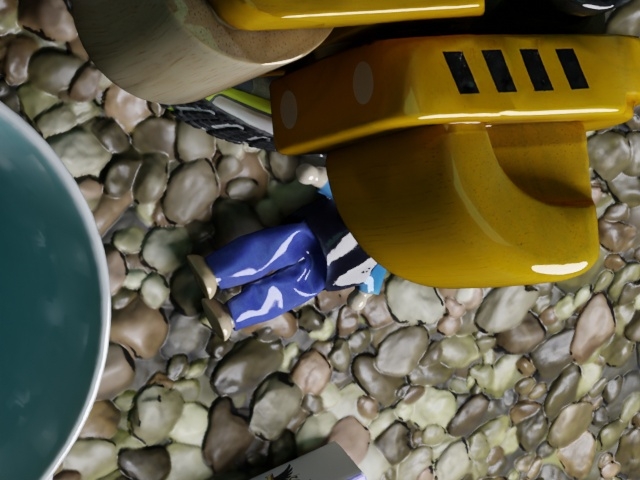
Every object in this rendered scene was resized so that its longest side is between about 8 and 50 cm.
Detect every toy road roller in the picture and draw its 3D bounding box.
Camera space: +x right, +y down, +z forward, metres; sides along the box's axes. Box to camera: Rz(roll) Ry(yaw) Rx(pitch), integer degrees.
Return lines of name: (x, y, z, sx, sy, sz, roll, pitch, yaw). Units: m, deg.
toy road roller: (0.039, -0.086, 0.870, 0.330, 0.202, 0.240, -5, 88, -27)

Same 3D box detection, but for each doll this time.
doll: (0.000, 0.000, 1.089, 0.189, 0.046, 0.129, -24, 119, -14)

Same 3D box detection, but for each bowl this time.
bowl: (-0.296, 0.035, 0.884, 0.312, 0.163, 0.311, -6, 104, -25)

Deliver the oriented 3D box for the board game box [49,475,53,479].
board game box: (-0.309, 0.193, 1.024, 0.243, 0.042, 0.165, 2, 109, -26)

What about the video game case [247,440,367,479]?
video game case: (-0.055, 0.323, 1.184, 0.244, 0.061, 0.269, -22, 118, -14)

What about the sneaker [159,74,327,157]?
sneaker: (0.015, -0.116, 1.031, 0.300, 0.111, 0.121, 8, 90, -29)
